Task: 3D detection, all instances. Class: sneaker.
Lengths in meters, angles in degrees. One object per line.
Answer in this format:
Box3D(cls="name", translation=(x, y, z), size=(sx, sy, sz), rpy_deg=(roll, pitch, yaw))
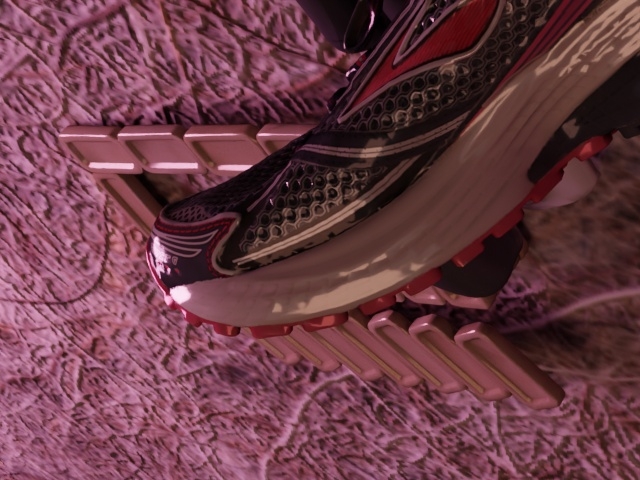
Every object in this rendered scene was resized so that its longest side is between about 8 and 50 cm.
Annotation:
Box3D(cls="sneaker", translation=(0.052, -0.072, 0.617), size=(0.299, 0.121, 0.112), rpy_deg=(-36, 101, 24))

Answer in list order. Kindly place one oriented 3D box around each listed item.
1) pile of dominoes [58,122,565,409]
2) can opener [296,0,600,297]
Box3D(cls="pile of dominoes", translation=(0.000, 0.000, 0.919), size=(0.251, 0.040, 0.196), rpy_deg=(5, 142, 50))
Box3D(cls="can opener", translation=(0.017, -0.084, 0.697), size=(0.076, 0.095, 0.283), rpy_deg=(0, 144, 41))
